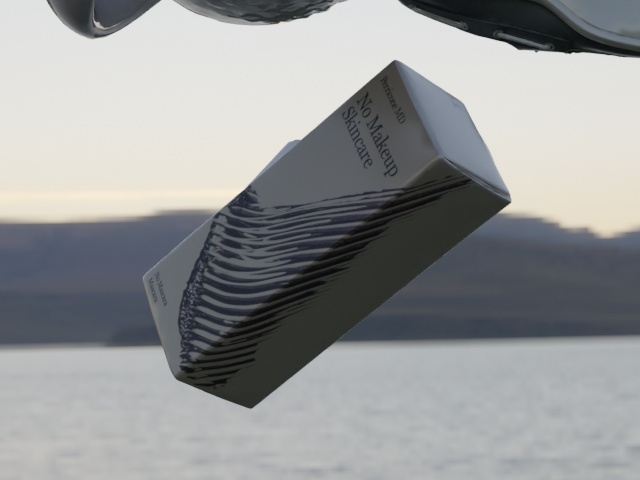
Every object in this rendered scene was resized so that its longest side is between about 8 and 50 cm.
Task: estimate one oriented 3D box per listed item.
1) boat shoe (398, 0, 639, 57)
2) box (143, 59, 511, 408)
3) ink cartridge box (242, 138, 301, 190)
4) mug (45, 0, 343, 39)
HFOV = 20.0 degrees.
[{"bbox_3d":[0.223,-0.249,1.865,0.319,0.116,0.099,14,-28,-7],"label":"boat shoe"},{"bbox_3d":[0.000,0.000,1.354,0.275,0.113,0.094,-41,-42,21],"label":"box"},{"bbox_3d":[-0.020,-0.012,1.856,0.148,0.086,0.203,4,41,43],"label":"ink cartridge box"},{"bbox_3d":[-0.052,-0.277,1.242,0.374,0.276,0.328,-45,-5,-31],"label":"mug"}]
